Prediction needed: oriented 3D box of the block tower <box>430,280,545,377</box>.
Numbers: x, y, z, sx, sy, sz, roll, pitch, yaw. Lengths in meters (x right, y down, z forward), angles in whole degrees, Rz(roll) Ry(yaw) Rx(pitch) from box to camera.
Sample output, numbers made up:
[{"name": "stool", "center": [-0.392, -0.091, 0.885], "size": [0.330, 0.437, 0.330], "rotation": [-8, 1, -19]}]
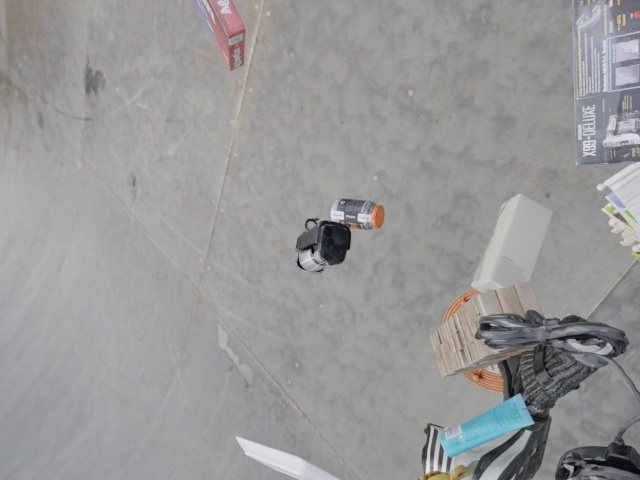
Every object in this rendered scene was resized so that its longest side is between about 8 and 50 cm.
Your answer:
[{"name": "block tower", "center": [0.278, 0.165, 0.819], "size": [0.335, 0.091, 0.097], "rotation": [93, 165, -69]}]

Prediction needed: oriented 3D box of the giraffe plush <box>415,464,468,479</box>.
[{"name": "giraffe plush", "center": [0.194, 0.481, 0.812], "size": [0.181, 0.171, 0.210], "rotation": [-44, 68, 53]}]

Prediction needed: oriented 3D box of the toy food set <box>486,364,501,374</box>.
[{"name": "toy food set", "center": [0.760, 0.420, 1.688], "size": [0.092, 0.306, 0.219], "rotation": [-93, -4, -47]}]

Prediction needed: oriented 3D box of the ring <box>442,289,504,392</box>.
[{"name": "ring", "center": [0.530, 0.309, 1.448], "size": [0.337, 0.032, 0.336], "rotation": [10, 107, 37]}]

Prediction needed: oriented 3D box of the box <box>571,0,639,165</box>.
[{"name": "box", "center": [0.565, -0.287, 0.795], "size": [0.243, 0.077, 0.307], "rotation": [1, 106, 38]}]

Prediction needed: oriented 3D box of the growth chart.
[{"name": "growth chart", "center": [0.716, -0.081, 1.045], "size": [0.172, 0.021, 0.237], "rotation": [-35, 117, 26]}]

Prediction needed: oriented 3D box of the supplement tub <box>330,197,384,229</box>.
[{"name": "supplement tub", "center": [0.147, -0.102, 1.858], "size": [0.191, 0.117, 0.116], "rotation": [8, 108, 31]}]

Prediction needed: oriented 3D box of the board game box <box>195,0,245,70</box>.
[{"name": "board game box", "center": [-0.172, -0.371, 0.604], "size": [0.281, 0.027, 0.145], "rotation": [63, 172, -8]}]

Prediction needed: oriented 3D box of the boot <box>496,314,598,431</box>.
[{"name": "boot", "center": [0.551, 0.262, 1.162], "size": [0.131, 0.348, 0.260], "rotation": [18, 122, 2]}]

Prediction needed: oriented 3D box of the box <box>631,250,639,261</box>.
[{"name": "box", "center": [1.019, 0.077, 1.410], "size": [0.169, 0.059, 0.054], "rotation": [36, 101, -7]}]

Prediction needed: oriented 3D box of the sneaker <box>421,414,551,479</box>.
[{"name": "sneaker", "center": [0.430, 0.526, 1.262], "size": [0.258, 0.448, 0.169], "rotation": [17, 106, 41]}]

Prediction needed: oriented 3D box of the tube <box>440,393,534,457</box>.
[{"name": "tube", "center": [0.371, 0.422, 1.071], "size": [0.207, 0.052, 0.080], "rotation": [-35, 32, 18]}]

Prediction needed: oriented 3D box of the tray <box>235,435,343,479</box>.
[{"name": "tray", "center": [-0.069, 0.475, 1.002], "size": [0.145, 0.030, 0.270], "rotation": [40, 149, -24]}]

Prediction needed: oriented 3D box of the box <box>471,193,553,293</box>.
[{"name": "box", "center": [0.513, 0.022, 1.268], "size": [0.113, 0.275, 0.094], "rotation": [30, 161, -2]}]

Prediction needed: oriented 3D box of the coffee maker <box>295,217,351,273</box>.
[{"name": "coffee maker", "center": [0.000, 0.000, 1.360], "size": [0.178, 0.120, 0.171], "rotation": [-30, 74, 63]}]

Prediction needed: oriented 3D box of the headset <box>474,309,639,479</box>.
[{"name": "headset", "center": [0.233, 0.265, 0.427], "size": [0.185, 0.243, 0.393], "rotation": [0, 95, 40]}]
